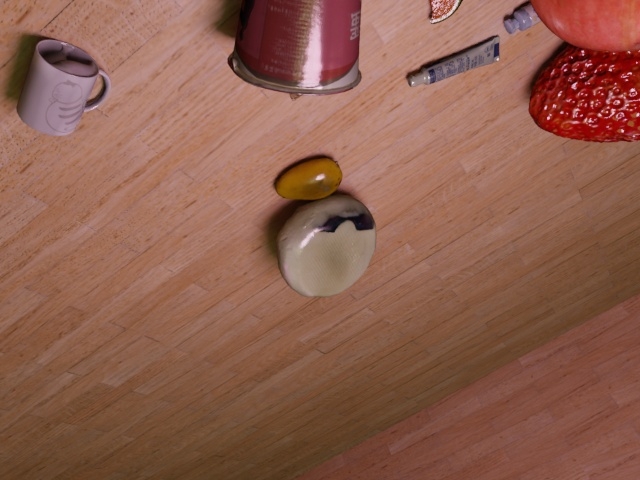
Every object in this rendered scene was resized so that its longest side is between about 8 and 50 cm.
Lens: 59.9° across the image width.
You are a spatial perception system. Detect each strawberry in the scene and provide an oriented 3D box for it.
[{"bbox_3d":[0.655,-0.342,1.216,0.292,0.291,0.310,10,158,-33],"label":"strawberry"}]

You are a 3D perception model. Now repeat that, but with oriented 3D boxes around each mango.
[{"bbox_3d":[-0.028,-0.137,1.289,0.161,0.076,0.103,-16,148,6],"label":"mango"}]

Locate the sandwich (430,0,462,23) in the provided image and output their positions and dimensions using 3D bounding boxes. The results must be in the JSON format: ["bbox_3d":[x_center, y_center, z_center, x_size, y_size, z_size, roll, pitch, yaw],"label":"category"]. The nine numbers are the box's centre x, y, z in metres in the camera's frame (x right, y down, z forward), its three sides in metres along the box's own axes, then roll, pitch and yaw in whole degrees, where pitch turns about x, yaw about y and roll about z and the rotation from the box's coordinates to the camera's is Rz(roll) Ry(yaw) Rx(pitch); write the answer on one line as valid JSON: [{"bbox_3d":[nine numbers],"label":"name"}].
[{"bbox_3d":[0.239,-0.470,1.061,0.069,0.026,0.101,-14,138,-2],"label":"sandwich"}]

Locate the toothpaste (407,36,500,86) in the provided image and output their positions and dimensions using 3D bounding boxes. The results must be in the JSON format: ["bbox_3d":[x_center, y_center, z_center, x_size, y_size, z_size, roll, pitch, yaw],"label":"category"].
[{"bbox_3d":[0.287,-0.373,1.186,0.216,0.037,0.062,-22,141,-5],"label":"toothpaste"}]

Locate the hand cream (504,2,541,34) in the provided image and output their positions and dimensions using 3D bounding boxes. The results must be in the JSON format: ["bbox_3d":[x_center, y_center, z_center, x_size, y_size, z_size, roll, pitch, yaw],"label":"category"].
[{"bbox_3d":[0.459,-0.478,1.136,0.171,0.043,0.065,-28,141,4],"label":"hand cream"}]

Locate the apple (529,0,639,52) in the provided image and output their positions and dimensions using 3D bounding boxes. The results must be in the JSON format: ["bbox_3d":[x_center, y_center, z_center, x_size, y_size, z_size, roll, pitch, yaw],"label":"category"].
[{"bbox_3d":[0.522,-0.498,0.902,0.364,0.363,0.363,-13,140,-11],"label":"apple"}]

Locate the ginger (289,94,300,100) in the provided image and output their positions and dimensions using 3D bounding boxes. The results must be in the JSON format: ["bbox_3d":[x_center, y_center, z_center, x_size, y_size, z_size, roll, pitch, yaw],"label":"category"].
[{"bbox_3d":[0.002,-0.320,1.114,0.137,0.044,0.057,-12,158,-9],"label":"ginger"}]

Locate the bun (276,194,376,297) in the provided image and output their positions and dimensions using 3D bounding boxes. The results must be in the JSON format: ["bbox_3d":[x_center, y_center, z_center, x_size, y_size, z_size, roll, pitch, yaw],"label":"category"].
[{"bbox_3d":[0.000,0.000,1.393,0.283,0.179,0.283,-21,130,-27],"label":"bun"}]

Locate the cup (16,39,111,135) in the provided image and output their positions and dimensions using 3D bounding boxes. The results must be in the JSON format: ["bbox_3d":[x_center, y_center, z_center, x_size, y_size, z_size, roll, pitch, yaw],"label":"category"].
[{"bbox_3d":[-0.429,-0.252,0.949,0.136,0.099,0.133,14,128,-35],"label":"cup"}]

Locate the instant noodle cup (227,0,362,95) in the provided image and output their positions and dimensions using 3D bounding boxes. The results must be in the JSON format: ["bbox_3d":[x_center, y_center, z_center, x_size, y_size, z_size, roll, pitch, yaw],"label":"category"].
[{"bbox_3d":[-0.031,-0.364,0.914,0.235,0.234,0.178,-5,130,-19],"label":"instant noodle cup"}]
